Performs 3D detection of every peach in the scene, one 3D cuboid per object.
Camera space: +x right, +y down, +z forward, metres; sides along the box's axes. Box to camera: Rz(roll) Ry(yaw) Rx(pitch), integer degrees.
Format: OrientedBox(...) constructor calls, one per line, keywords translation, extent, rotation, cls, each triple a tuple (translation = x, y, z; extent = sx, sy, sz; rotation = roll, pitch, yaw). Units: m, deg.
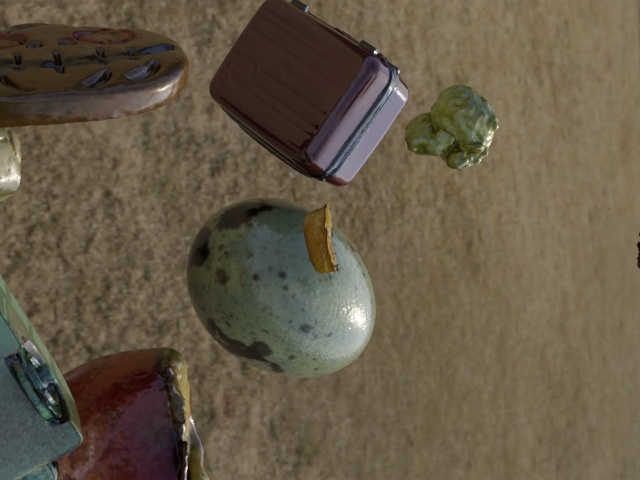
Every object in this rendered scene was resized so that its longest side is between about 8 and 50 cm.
OrientedBox(translation=(-0.290, 0.355, 1.431), extent=(0.353, 0.339, 0.417), rotation=(34, 82, -7), cls="peach")

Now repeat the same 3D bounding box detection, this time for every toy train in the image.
OrientedBox(translation=(-0.322, 0.078, 0.852), extent=(0.326, 0.129, 0.159), rotation=(64, -8, -23), cls="toy train")

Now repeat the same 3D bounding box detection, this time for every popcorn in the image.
OrientedBox(translation=(0.107, -0.093, 0.819), extent=(0.059, 0.083, 0.068), rotation=(-132, -152, -76), cls="popcorn")

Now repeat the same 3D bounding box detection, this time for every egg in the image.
OrientedBox(translation=(-0.061, 0.086, 1.734), extent=(0.379, 0.287, 0.288), rotation=(33, 55, -40), cls="egg")

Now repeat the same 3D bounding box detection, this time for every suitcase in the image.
OrientedBox(translation=(-0.022, -0.246, 1.657), extent=(0.236, 0.297, 0.161), rotation=(-54, 147, 5), cls="suitcase")

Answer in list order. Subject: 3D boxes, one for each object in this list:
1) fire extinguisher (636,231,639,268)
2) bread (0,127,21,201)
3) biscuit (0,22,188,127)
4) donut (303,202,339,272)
OrientedBox(translation=(0.639, 0.038, 1.463), extent=(0.147, 0.337, 0.106), rotation=(94, 11, -50), cls="fire extinguisher")
OrientedBox(translation=(-0.705, -0.148, 1.620), extent=(0.341, 0.300, 0.210), rotation=(-22, 113, -65), cls="bread")
OrientedBox(translation=(-0.361, -0.232, 1.302), extent=(0.314, 0.367, 0.063), rotation=(-118, -155, -56), cls="biscuit")
OrientedBox(translation=(0.000, 0.000, 1.301), extent=(0.067, 0.037, 0.083), rotation=(-75, 153, -72), cls="donut")
